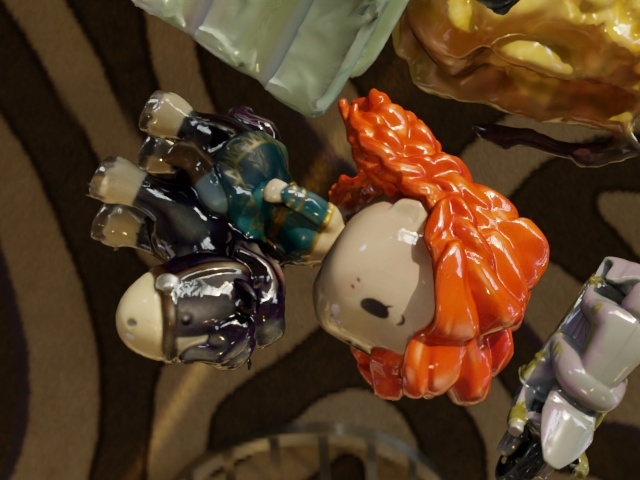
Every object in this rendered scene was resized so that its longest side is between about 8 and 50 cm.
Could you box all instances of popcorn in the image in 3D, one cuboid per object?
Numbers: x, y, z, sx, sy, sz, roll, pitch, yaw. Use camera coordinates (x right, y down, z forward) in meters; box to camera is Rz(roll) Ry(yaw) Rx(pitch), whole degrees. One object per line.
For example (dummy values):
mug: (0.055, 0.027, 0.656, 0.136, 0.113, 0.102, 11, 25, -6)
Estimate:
popcorn: (0.234, -0.253, 1.263, 0.349, 0.349, 0.382, -19, 80, 9)

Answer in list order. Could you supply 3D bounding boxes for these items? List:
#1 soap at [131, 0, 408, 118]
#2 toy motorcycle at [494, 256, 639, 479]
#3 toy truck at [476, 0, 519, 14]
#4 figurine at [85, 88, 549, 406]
soap: (0.005, -0.341, 0.862, 0.261, 0.156, 0.446, 35, 127, 7)
toy motorcycle: (0.207, 0.086, 0.913, 0.073, 0.225, 0.152, 35, 150, -2)
toy truck: (0.036, -0.196, 0.632, 0.227, 0.098, 0.114, 14, 129, 32)
figurine: (-0.010, 0.002, 1.106, 0.411, 0.306, 0.241, 4, 131, -14)
